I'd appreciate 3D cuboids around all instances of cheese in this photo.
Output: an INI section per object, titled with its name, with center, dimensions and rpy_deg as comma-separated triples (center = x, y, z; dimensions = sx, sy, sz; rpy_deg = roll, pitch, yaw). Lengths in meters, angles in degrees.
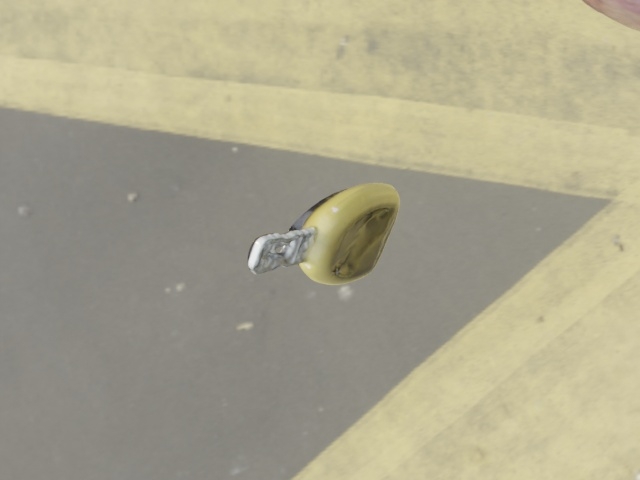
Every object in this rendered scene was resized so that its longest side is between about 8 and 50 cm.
[cheese]
center = -0.001, 0.000, 0.929
dimensions = 0.036, 0.162, 0.086
rpy_deg = 37, 115, 27

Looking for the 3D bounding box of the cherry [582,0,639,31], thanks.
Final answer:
[cherry]
center = 0.260, -0.233, 0.873
dimensions = 0.239, 0.239, 0.206
rpy_deg = 3, 127, 33
